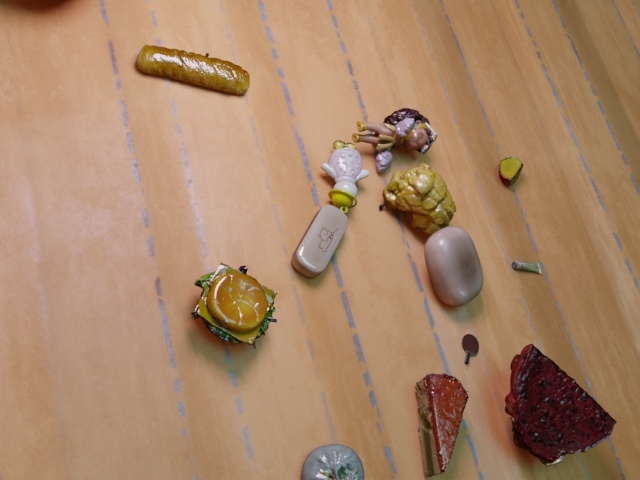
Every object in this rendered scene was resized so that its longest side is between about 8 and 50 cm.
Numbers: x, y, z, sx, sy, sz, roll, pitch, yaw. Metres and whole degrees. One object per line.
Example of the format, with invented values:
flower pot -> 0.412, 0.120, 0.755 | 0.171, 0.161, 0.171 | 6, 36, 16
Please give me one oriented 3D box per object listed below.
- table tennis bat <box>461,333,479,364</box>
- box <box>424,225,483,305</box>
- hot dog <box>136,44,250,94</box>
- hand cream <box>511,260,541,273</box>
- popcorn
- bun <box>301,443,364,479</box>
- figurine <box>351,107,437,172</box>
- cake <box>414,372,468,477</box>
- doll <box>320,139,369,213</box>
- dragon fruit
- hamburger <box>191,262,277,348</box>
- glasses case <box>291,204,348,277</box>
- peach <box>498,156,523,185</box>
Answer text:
table tennis bat -> 0.373, 0.272, 1.807 | 0.050, 0.007, 0.083 | 31, 54, -11
box -> 0.336, 0.065, 1.816 | 0.145, 0.088, 0.200 | -27, 102, -34
hot dog -> -0.307, -0.419, 1.771 | 0.285, 0.061, 0.088 | 3, 76, -25
hand cream -> 0.574, 0.072, 2.005 | 0.102, 0.022, 0.035 | 7, 62, -30
popcorn -> 0.265, -0.115, 1.852 | 0.194, 0.163, 0.140 | 36, 45, 0
bun -> 0.031, 0.485, 1.477 | 0.140, 0.083, 0.141 | 10, 65, -22
figurine -> 0.197, -0.280, 1.911 | 0.240, 0.175, 0.116 | -15, 57, -39
cake -> 0.285, 0.419, 1.639 | 0.116, 0.086, 0.221 | 4, 63, -23
doll -> 0.062, -0.161, 1.818 | 0.129, 0.081, 0.207 | 10, 64, -15
dragon fruit -> 0.523, 0.413, 1.745 | 0.317, 0.152, 0.205 | 43, 74, -12
hamburger -> -0.187, 0.141, 1.529 | 0.189, 0.093, 0.164 | 43, 52, -4
glasses case -> 0.000, 0.000, 1.723 | 0.083, 0.050, 0.196 | 35, 55, -11
peach -> 0.557, -0.198, 2.110 | 0.077, 0.050, 0.083 | -6, 57, -5
